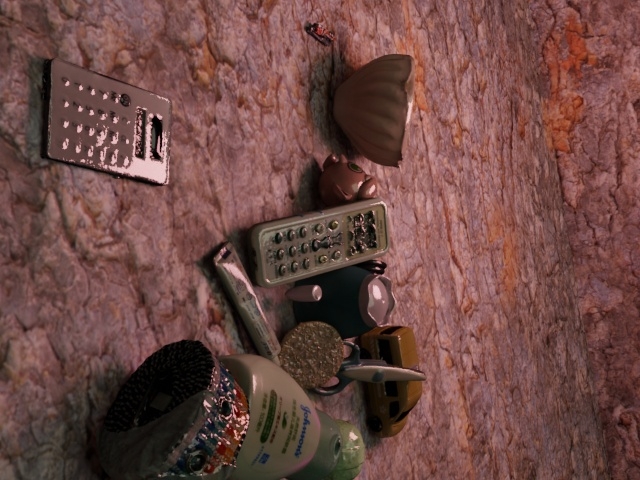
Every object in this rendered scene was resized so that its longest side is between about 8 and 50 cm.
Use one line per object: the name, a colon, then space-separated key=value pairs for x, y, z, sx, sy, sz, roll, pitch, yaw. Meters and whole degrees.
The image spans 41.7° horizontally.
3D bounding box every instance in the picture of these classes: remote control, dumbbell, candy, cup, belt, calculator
remote control: x=0.000 y=0.000 z=1.698 sx=0.335 sy=0.065 sz=0.128 roll=-14 pitch=103 yaw=-34
dumbbell: x=0.102 y=0.018 z=1.893 sx=0.099 sy=0.099 sz=0.209 roll=18 pitch=71 yaw=-53
candy: x=0.035 y=0.589 z=1.740 sx=0.119 sy=0.119 sz=0.440 roll=-7 pitch=98 yaw=-56
cup: x=0.057 y=0.128 z=1.750 sx=0.299 sy=0.173 sz=0.168 roll=17 pitch=74 yaw=-54
belt: x=-0.223 y=0.287 z=1.296 sx=0.150 sy=0.207 sz=0.258 roll=55 pitch=37 yaw=-33
calculator: x=-0.334 y=-0.182 z=1.351 sx=0.261 sy=0.021 sz=0.161 roll=10 pitch=78 yaw=-54

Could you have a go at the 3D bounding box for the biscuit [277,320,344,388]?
biscuit: x=-0.021 y=0.231 z=1.689 sx=0.152 sy=0.020 sz=0.152 roll=-7 pitch=111 yaw=-20

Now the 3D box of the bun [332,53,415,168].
bun: x=0.115 y=-0.302 z=1.912 sx=0.263 sy=0.175 sz=0.263 roll=-172 pitch=-90 yaw=-89

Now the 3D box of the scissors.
scissors: x=0.109 y=0.280 z=1.800 sx=0.289 sy=0.041 sz=0.138 roll=10 pitch=111 yaw=-29

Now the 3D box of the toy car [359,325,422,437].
toy car: x=0.168 y=0.325 z=1.930 sx=0.101 sy=0.124 sz=0.257 roll=-17 pitch=99 yaw=-54

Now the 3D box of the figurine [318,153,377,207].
figurine: x=0.057 y=-0.115 z=1.820 sx=0.125 sy=0.125 sz=0.138 roll=37 pitch=18 yaw=-47

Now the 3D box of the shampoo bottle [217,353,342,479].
shampoo bottle: x=-0.089 y=0.346 z=1.532 sx=0.349 sy=0.151 sz=0.222 roll=40 pitch=53 yaw=-47

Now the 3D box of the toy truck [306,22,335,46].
toy truck: x=0.001 y=-0.460 z=1.870 sx=0.083 sy=0.024 sz=0.032 roll=25 pitch=95 yaw=-55

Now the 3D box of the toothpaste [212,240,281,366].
toothpaste: x=-0.134 y=0.131 z=1.583 sx=0.069 sy=0.047 sz=0.268 roll=-35 pitch=114 yaw=-31
